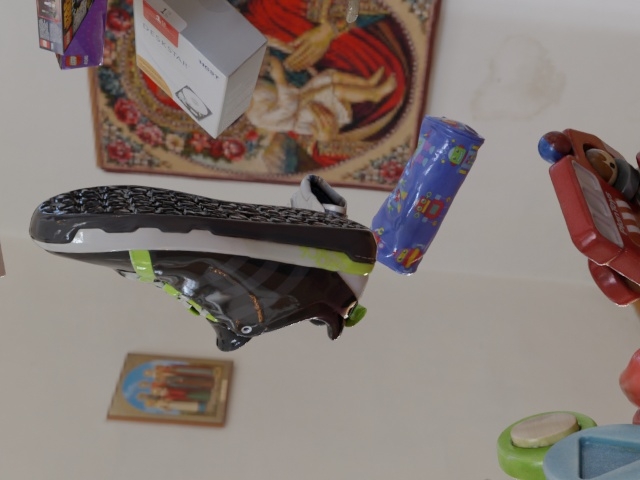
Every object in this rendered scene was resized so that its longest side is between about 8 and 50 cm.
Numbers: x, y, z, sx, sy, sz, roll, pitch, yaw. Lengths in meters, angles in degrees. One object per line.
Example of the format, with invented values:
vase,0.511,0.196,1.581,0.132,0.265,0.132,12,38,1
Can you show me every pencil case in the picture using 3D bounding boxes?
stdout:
pencil case,0.184,-0.086,1.446,0.306,0.119,0.133,-64,23,18

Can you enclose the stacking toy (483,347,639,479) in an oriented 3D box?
stacking toy,0.290,0.215,0.869,0.309,0.279,0.131,-27,-77,-49

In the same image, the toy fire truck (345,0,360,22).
toy fire truck,0.092,-0.408,1.057,0.158,0.246,0.217,49,178,14

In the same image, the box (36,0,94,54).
box,-0.241,-0.259,0.741,0.137,0.027,0.094,113,172,-53

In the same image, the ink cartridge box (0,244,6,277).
ink cartridge box,-0.716,-0.065,1.398,0.131,0.226,0.306,-44,-46,-63

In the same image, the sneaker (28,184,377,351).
sneaker,-0.061,0.027,0.488,0.084,0.234,0.097,30,110,58

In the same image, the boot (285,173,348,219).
boot,0.000,0.000,1.207,0.123,0.095,0.258,-62,35,27

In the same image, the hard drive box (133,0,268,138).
hard drive box,-0.185,-0.281,1.166,0.089,0.181,0.232,-46,-2,-18

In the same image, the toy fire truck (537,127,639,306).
toy fire truck,0.443,-0.061,1.191,0.169,0.253,0.302,-39,37,35

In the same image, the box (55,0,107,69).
box,-0.293,-0.365,0.883,0.201,0.057,0.293,67,154,21
